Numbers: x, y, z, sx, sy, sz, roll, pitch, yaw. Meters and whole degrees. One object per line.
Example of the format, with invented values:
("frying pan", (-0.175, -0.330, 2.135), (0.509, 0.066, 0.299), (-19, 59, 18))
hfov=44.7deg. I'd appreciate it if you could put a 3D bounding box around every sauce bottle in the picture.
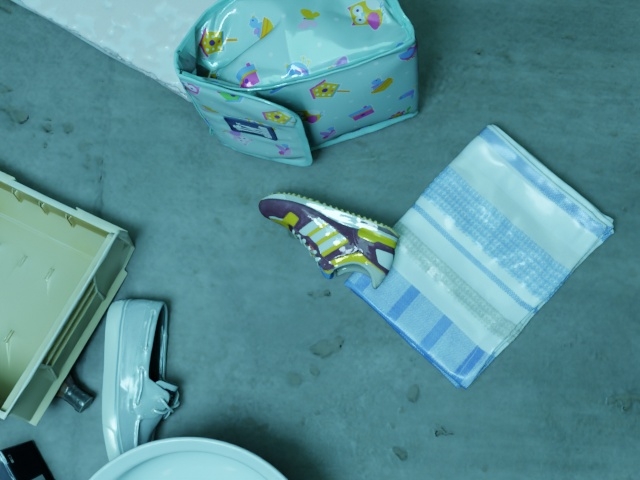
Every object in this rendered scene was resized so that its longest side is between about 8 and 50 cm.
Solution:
("sauce bottle", (-0.344, 0.170, 0.982), (0.128, 0.042, 0.042), (38, 87, 6))

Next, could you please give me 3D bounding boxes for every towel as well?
("towel", (0.197, 0.017, 0.969), (0.209, 0.034, 0.285), (43, 88, 8))
("towel", (-0.221, -0.390, 1.031), (0.331, 0.053, 0.317), (31, 87, 7))

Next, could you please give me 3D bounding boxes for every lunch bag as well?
("lunch bag", (-0.025, -0.194, 0.910), (0.262, 0.223, 0.160), (-20, 76, 2))

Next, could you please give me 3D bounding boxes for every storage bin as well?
("storage bin", (-0.400, 0.047, 0.934), (0.262, 0.123, 0.261), (24, 70, 6))

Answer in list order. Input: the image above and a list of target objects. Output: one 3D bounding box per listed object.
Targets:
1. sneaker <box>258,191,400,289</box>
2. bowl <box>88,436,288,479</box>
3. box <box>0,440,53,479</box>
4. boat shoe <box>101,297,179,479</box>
("sneaker", (0.000, 0.000, 0.957), (0.185, 0.069, 0.084), (17, 83, 17))
("bowl", (-0.142, 0.364, 0.897), (0.297, 0.134, 0.298), (0, 86, 0))
("box", (-0.395, 0.353, 0.938), (0.158, 0.093, 0.156), (-32, 84, -1))
("boat shoe", (-0.216, 0.182, 0.953), (0.081, 0.079, 0.228), (-5, 80, 7))
